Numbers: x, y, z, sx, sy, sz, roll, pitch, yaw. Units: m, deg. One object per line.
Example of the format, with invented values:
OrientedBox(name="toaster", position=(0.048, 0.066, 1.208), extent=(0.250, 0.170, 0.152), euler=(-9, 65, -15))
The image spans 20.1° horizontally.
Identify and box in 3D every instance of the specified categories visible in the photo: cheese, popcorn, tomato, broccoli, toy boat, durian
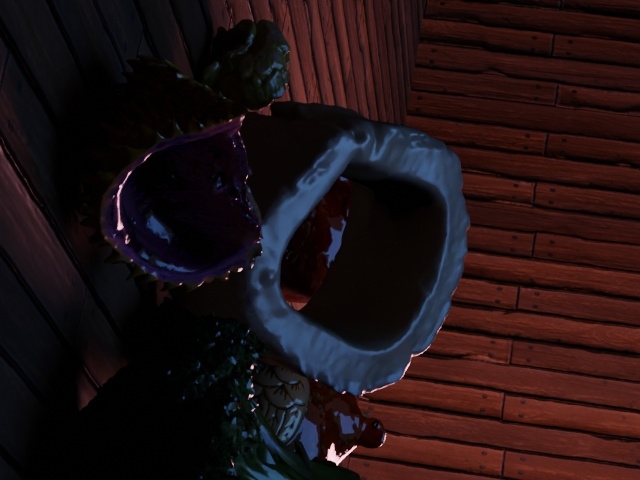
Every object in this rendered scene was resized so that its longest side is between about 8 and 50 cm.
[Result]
OrientedBox(name="cheese", position=(-0.001, -0.003, 1.907), extent=(0.332, 0.153, 0.292), euler=(21, 88, -50))
OrientedBox(name="popcorn", position=(-0.079, -0.182, 1.931), extent=(0.089, 0.109, 0.097), euler=(57, -10, -29))
OrientedBox(name="tomato", position=(-0.055, -0.024, 2.091), extent=(0.233, 0.139, 0.200), euler=(28, 59, -45))
OrientedBox(name="broccoli", position=(-0.101, 0.214, 1.565), extent=(0.308, 0.275, 0.308), euler=(-175, -90, -71))
OrientedBox(name="toy boat", position=(-0.133, 0.110, 1.782), extent=(0.210, 0.052, 0.104), euler=(-155, -130, -73))
OrientedBox(name="durian", position=(-0.133, -0.065, 1.539), extent=(0.260, 0.153, 0.187), euler=(80, -4, -48))

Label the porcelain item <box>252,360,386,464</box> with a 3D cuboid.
OrientedBox(name="porcelain item", position=(-0.040, 0.228, 2.082), extent=(0.253, 0.252, 0.253), euler=(7, 90, -82))
